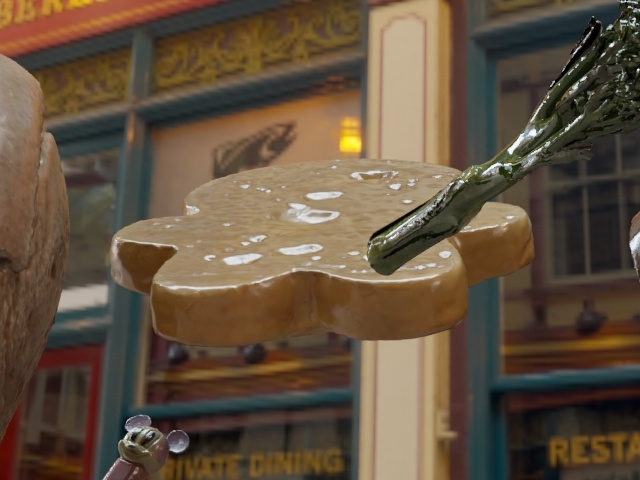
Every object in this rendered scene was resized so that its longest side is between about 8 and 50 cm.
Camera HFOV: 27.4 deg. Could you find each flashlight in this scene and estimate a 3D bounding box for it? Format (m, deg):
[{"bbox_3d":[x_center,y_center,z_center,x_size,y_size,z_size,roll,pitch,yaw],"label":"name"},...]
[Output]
[{"bbox_3d":[-0.137,0.164,0.895,0.052,0.110,0.031,20,-36,22],"label":"flashlight"}]

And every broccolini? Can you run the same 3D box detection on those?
[{"bbox_3d":[0.052,-0.027,0.353,0.030,0.035,0.140,-12,-14,-36],"label":"broccolini"}]

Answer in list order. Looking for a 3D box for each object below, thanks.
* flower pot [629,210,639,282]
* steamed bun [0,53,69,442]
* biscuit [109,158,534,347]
[{"bbox_3d":[0.353,0.012,1.036,0.166,0.269,0.269,-28,-34,36],"label":"flower pot"},{"bbox_3d":[-0.273,-0.013,0.741,0.251,0.301,0.199,3,-34,-4],"label":"steamed bun"},{"bbox_3d":[0.000,0.003,0.884,0.275,0.052,0.355,-3,14,1],"label":"biscuit"}]
